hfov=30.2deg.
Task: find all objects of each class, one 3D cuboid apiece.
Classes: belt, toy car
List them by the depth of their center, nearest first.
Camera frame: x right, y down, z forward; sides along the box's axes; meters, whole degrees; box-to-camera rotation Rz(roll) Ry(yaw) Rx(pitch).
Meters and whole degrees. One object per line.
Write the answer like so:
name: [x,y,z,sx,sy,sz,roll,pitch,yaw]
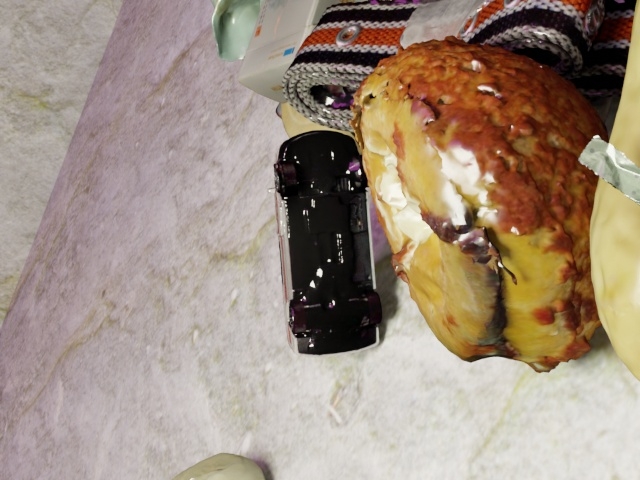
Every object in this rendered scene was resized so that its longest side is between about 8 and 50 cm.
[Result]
belt: [0.103,-0.152,0.950,0.359,0.126,0.094,1,63,48]
toy car: [0.000,0.000,1.097,0.108,0.089,0.210,-138,42,-76]

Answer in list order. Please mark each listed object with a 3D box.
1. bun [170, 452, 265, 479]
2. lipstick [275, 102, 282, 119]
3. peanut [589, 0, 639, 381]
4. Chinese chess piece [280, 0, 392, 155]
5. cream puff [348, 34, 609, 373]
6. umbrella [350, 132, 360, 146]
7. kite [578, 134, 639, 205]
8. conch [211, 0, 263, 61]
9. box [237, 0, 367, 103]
bun: [-0.127,0.299,1.191,0.183,0.102,0.183,-52,25,37]
lipstick: [0.062,-0.311,1.337,0.418,0.077,0.077,-60,24,22]
peanut: [0.233,-0.070,0.670,0.147,0.147,0.319,-10,59,64]
Chinese chess piece: [0.054,-0.188,1.218,0.251,0.097,0.251,-46,33,42]
cream puff: [0.121,-0.027,0.810,0.240,0.164,0.240,167,90,-80]
umbrella: [0.079,-0.048,1.049,0.269,0.044,0.044,59,143,39]
kite: [0.226,0.021,0.576,0.250,0.012,0.229,36,97,30]
conch: [-0.041,-0.391,1.471,0.303,0.215,0.319,-140,41,-72]
box: [0.003,-0.262,1.187,0.149,0.067,0.233,-4,67,65]
